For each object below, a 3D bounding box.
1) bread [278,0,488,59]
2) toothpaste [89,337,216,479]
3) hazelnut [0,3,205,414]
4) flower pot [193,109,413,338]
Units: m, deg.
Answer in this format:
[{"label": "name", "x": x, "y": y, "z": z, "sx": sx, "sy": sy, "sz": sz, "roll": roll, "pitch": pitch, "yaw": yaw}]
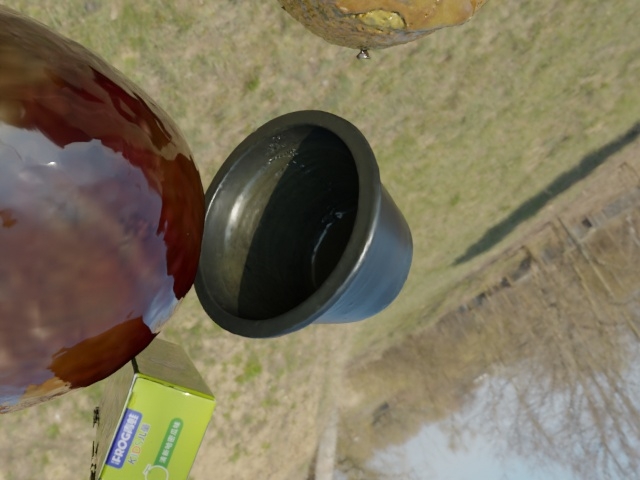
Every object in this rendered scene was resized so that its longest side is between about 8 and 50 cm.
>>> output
[{"label": "bread", "x": 0.091, "y": -0.472, "z": 1.093, "sx": 0.398, "sy": 0.398, "sz": 0.215, "roll": -25, "pitch": -179, "yaw": -22}, {"label": "toothpaste", "x": -0.181, "y": 0.171, "z": 0.792, "sx": 0.110, "sy": 0.077, "sz": 0.327, "roll": -69, "pitch": -165, "yaw": -5}, {"label": "hazelnut", "x": -0.301, "y": -0.036, "z": 0.641, "sx": 0.421, "sy": 0.421, "sz": 0.352, "roll": -45, "pitch": -162, "yaw": 50}, {"label": "flower pot", "x": 0.000, "y": 0.000, "z": 0.786, "sx": 0.235, "sy": 0.235, "sz": 0.148, "roll": -36, "pitch": 143, "yaw": 24}]
